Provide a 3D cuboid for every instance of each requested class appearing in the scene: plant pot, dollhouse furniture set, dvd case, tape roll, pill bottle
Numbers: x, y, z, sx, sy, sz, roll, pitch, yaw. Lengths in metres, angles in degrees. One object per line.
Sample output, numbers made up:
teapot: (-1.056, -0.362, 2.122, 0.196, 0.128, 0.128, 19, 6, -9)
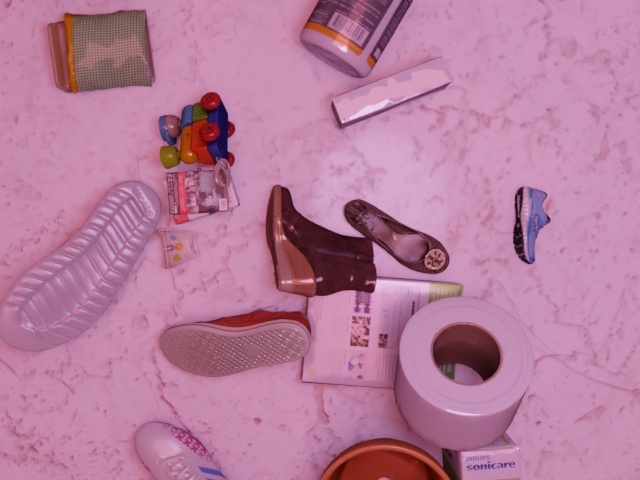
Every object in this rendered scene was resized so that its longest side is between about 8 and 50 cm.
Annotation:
plant pot: (0.129, 0.519, 1.606, 0.291, 0.203, 0.290, 0, 94, 4)
dollhouse furniture set: (-0.453, -0.451, 1.578, 0.198, 0.151, 0.301, -8, 93, -1)
dvd case: (-0.246, -0.097, 1.612, 0.120, 0.013, 0.087, -4, 94, 0)
tape roll: (0.264, 0.250, 1.513, 0.246, 0.169, 0.246, -1, 55, 1)
pill bottle: (0.092, -0.477, 1.588, 0.162, 0.162, 0.278, 30, 91, -3)

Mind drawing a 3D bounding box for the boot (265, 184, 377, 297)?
boot: (0.000, 0.000, 1.639, 0.207, 0.090, 0.248, -1, 64, -17)

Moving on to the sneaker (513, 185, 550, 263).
sneaker: (0.445, -0.031, 1.668, 0.073, 0.063, 0.162, 2, 93, -5)

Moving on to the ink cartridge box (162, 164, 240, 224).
ink cartridge box: (-0.243, -0.098, 1.648, 0.135, 0.056, 0.099, -16, 93, 0)

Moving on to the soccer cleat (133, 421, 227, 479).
soccer cleat: (-0.252, 0.501, 1.633, 0.116, 0.143, 0.331, -45, 93, 1)

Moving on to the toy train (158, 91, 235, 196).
toy train: (-0.250, -0.170, 1.575, 0.144, 0.105, 0.248, -12, 52, 10)

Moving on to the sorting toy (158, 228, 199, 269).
sorting toy: (-0.291, 0.013, 1.662, 0.075, 0.045, 0.083, -9, 92, -8)

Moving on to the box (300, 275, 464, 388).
box: (0.127, 0.190, 1.673, 0.322, 0.058, 0.232, 5, 93, -1)

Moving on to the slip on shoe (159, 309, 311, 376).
slip on shoe: (-0.171, 0.202, 1.638, 0.332, 0.101, 0.123, -9, 110, 16)

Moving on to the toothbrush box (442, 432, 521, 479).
toothbrush box: (0.325, 0.527, 1.618, 0.122, 0.206, 0.283, -5, 92, -2)

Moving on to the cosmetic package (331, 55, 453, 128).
cosmetic package: (0.142, -0.300, 1.628, 0.239, 0.099, 0.060, -21, 93, -1)

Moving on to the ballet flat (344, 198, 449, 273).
ballet flat: (0.158, -0.007, 1.662, 0.250, 0.058, 0.084, 33, 92, -3)

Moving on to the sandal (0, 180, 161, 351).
sandal: (-0.478, 0.057, 1.635, 0.416, 0.102, 0.169, -47, 108, -12)
